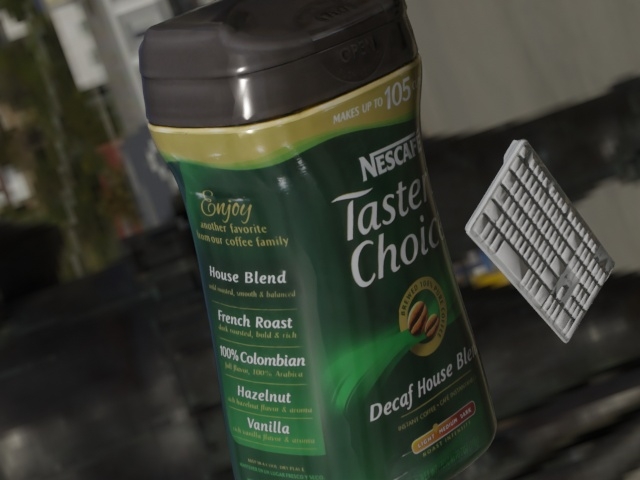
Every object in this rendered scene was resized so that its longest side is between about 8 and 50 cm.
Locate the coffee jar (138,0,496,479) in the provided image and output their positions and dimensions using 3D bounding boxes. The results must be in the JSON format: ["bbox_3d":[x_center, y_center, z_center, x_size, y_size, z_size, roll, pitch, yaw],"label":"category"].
[{"bbox_3d":[0.000,0.000,0.665,0.079,0.096,0.184,4,114,45],"label":"coffee jar"}]

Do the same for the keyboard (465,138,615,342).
[{"bbox_3d":[0.156,0.006,1.326,0.014,0.072,0.256,22,171,28],"label":"keyboard"}]
